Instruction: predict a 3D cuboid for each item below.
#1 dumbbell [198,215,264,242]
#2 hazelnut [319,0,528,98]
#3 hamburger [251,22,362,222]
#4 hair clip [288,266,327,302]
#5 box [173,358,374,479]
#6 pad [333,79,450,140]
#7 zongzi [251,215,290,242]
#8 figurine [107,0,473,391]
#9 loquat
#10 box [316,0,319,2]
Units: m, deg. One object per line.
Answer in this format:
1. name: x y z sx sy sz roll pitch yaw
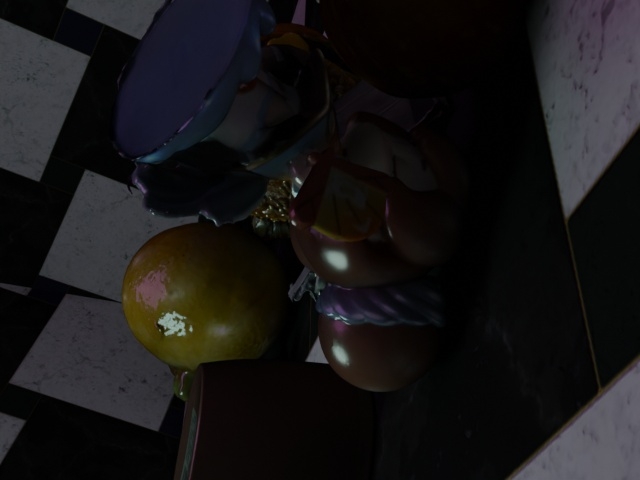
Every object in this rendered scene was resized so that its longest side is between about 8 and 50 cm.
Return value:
1. dumbbell: -0.251 0.043 2.119 0.388 0.185 0.185 -63 4 -24
2. hazelnut: 0.086 -0.246 0.861 0.234 0.218 0.218 -92 17 -51
3. hamburger: -0.054 -0.174 1.352 0.225 0.291 0.291 -111 33 -59
4. hair clip: 0.000 0.000 1.474 0.140 0.054 0.220 -113 37 -77
5. box: -0.074 0.295 1.156 0.301 0.216 0.301 -171 90 -79
6. pad: 0.070 -0.160 1.119 0.174 0.022 0.233 -36 27 16
7. zongzi: -0.086 -0.042 1.722 0.286 0.134 0.288 -91 11 -52
8. figurine: -0.007 -0.046 0.843 0.248 0.388 0.276 -40 42 25
9. loquat: -0.225 0.132 1.718 0.328 0.328 0.359 144 141 -73
10. box: 0.065 -0.517 1.576 0.343 0.065 0.200 -122 44 -73
